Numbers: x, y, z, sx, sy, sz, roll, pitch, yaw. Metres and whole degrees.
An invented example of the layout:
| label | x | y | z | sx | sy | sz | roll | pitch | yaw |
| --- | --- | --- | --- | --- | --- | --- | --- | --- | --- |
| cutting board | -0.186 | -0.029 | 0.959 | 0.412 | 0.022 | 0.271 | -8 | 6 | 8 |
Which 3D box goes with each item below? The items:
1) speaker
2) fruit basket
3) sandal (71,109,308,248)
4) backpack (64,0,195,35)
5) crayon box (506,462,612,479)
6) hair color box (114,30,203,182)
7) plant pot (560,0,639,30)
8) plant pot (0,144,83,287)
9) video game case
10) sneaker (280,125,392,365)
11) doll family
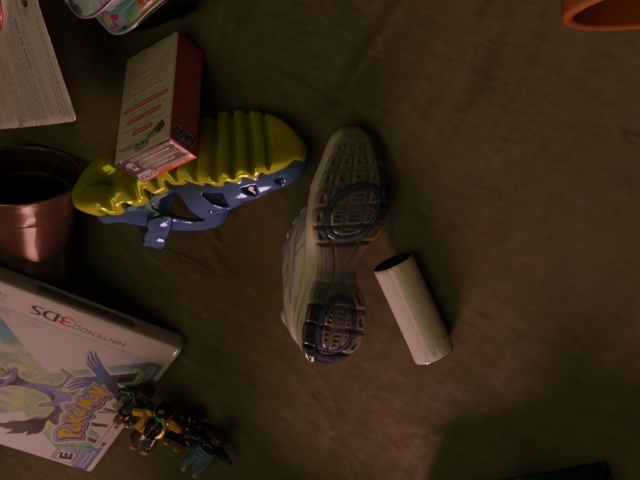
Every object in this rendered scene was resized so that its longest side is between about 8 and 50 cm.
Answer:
| label | x | y | z | sx | sy | sz | roll | pitch | yaw |
| --- | --- | --- | --- | --- | --- | --- | --- | --- | --- |
| speaker | 0.117 | 0.084 | 1.226 | 0.055 | 0.055 | 0.136 | -19 | 103 | 30 |
| fruit basket | -0.438 | -0.298 | 1.218 | 0.353 | 0.165 | 0.327 | -1 | 111 | 40 |
| sandal | -0.155 | -0.071 | 1.264 | 0.317 | 0.126 | 0.138 | -11 | 136 | 23 |
| backpack | -0.229 | -0.386 | 1.119 | 0.225 | 0.191 | 0.253 | -30 | 90 | 30 |
| crayon box | 0.257 | 0.424 | 1.290 | 0.319 | 0.081 | 0.202 | -20 | 102 | 30 |
| hair color box | -0.198 | -0.165 | 1.207 | 0.093 | 0.167 | 0.053 | -21 | 143 | 30 |
| plant pot | 0.346 | -0.313 | 0.844 | 0.291 | 0.291 | 0.203 | -6 | 92 | 27 |
| plant pot | -0.414 | -0.024 | 1.372 | 0.167 | 0.167 | 0.165 | 17 | 125 | 17 |
| video game case | -0.410 | 0.200 | 1.442 | 0.300 | 0.036 | 0.329 | 24 | 125 | -22 |
| sneaker | 0.000 | 0.000 | 1.211 | 0.129 | 0.111 | 0.297 | 29 | 109 | 55 |
| doll family | -0.215 | 0.278 | 1.440 | 0.193 | 0.076 | 0.111 | 26 | 125 | -17 |
